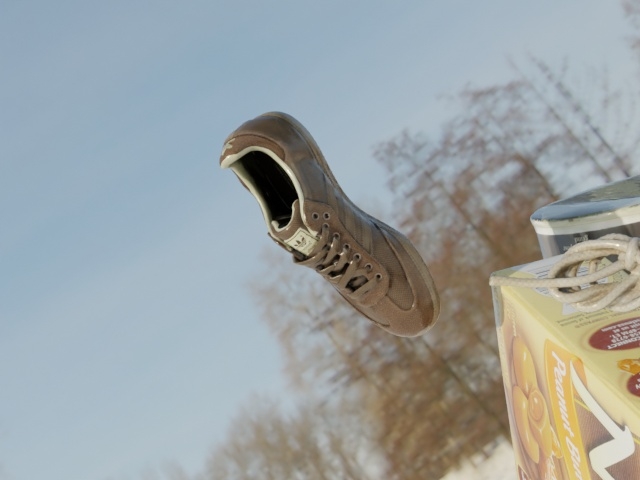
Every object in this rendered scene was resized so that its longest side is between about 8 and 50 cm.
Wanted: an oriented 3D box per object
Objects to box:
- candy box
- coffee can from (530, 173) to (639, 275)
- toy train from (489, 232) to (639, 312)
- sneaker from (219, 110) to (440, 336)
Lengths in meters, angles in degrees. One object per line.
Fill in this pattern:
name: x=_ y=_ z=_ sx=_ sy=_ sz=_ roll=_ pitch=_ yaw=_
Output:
candy box: x=0.212 y=0.145 z=0.783 sx=0.088 sy=0.182 sz=0.316 roll=-15 pitch=22 yaw=-9
coffee can: x=0.308 y=0.086 z=1.042 sx=0.202 sy=0.275 sz=0.201 roll=-16 pitch=5 yaw=1
toy train: x=0.227 y=-0.014 z=0.692 sx=0.248 sy=0.105 sz=0.143 roll=-4 pitch=17 yaw=19
sneaker: x=0.000 y=0.000 z=0.837 sx=0.066 sy=0.188 sz=0.071 roll=-43 pitch=-3 yaw=37
